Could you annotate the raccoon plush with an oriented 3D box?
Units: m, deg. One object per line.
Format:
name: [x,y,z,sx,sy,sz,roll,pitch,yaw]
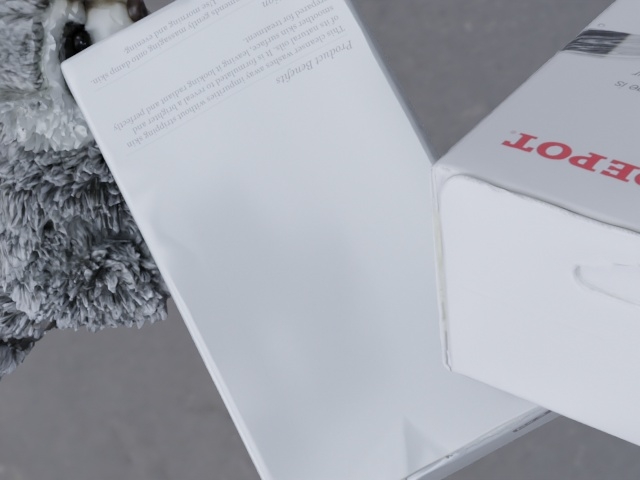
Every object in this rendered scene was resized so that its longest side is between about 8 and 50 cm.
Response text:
raccoon plush: [-0.274,-0.038,1.615,0.446,0.299,0.216,-45,32,16]

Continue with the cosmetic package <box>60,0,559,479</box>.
cosmetic package: [0.000,0.000,1.409,0.385,0.217,0.156,65,-174,9]

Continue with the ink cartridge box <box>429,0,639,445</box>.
ink cartridge box: [0.291,-0.039,1.222,0.285,0.395,0.166,20,133,31]
